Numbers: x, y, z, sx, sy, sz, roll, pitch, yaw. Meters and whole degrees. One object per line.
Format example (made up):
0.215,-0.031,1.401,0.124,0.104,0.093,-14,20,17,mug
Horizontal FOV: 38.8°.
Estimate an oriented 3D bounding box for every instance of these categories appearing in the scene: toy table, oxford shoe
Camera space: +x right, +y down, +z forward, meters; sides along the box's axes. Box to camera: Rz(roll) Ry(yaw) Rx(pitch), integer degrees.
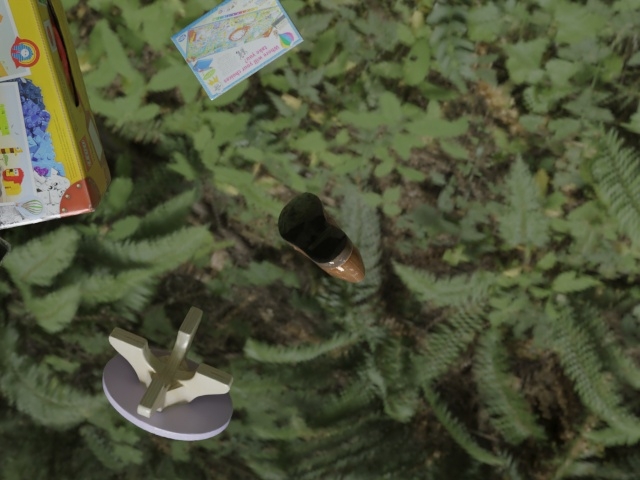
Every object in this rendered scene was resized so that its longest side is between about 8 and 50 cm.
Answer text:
-0.298,0.272,1.811,0.274,0.252,0.161,13,140,-5,toy table
0.000,0.000,1.267,0.076,0.076,0.212,46,-176,-34,oxford shoe

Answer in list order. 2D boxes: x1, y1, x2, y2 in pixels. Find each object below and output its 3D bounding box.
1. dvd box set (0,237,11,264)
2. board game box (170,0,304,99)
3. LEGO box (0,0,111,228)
-0.564,0.177,1.137,0.062,0.307,0.420,40,137,-18,dvd box set
-0.115,-0.280,1.259,0.103,0.154,0.026,57,-172,-9,board game box
-0.599,-0.271,1.487,0.372,0.193,0.500,-12,111,0,LEGO box
